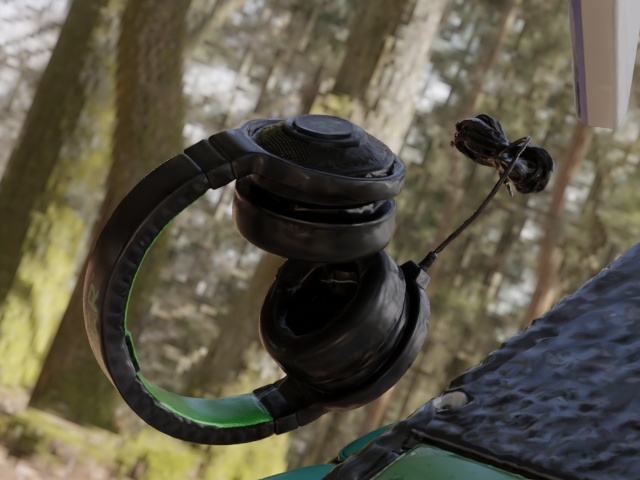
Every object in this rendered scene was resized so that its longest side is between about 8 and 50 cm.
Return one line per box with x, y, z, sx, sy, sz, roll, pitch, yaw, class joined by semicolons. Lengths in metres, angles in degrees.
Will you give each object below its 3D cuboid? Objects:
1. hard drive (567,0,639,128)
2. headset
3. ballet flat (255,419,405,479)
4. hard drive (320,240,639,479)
0.202;-0.221;1.112;0.040;0.210;0.319;8;-11;12;hard drive
0.000;0.000;1.280;0.394;0.243;0.185;-21;32;-15;headset
0.026;0.185;1.159;0.231;0.077;0.077;-15;19;-42;ballet flat
0.169;0.062;0.451;0.237;0.064;0.339;13;32;39;hard drive
